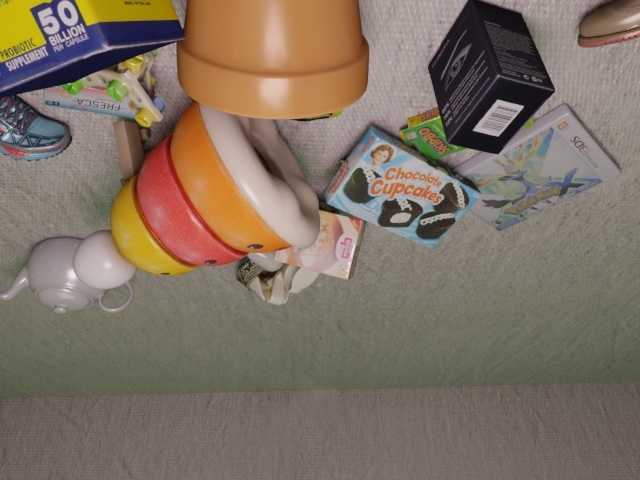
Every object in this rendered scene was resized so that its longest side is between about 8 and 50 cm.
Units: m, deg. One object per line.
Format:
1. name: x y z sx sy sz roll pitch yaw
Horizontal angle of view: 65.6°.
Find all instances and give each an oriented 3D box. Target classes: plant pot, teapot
1. plant pot: -0.067 -0.331 0.708 0.291 0.290 0.203 0 131 -4
2. teapot: -0.716 0.123 1.427 0.256 0.187 0.252 -17 145 20

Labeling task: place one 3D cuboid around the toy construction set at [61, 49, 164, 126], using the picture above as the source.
1. toy construction set: -0.349 -0.343 0.759 0.215 0.151 0.327 23 138 6

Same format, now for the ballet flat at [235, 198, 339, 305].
1. ballet flat: -0.101 0.073 1.384 0.164 0.182 0.483 7 148 -35

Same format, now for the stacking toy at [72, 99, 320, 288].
1. stacking toy: -0.271 -0.046 0.959 0.480 0.350 0.350 -30 140 13

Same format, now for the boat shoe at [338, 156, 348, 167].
1. boat shoe: 0.128 -0.135 1.200 0.079 0.084 0.233 -50 127 1

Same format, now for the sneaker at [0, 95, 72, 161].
1. sneaker: -0.617 -0.239 0.949 0.262 0.104 0.125 13 142 -23

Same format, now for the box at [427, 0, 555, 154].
1. box: 0.279 -0.278 0.845 0.108 0.207 0.153 8 147 -16

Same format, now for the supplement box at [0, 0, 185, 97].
1. supplement box: -0.337 -0.364 0.542 0.194 0.195 0.356 -14 111 17

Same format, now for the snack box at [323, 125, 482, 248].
1. snack box: 0.190 -0.109 1.131 0.322 0.060 0.187 21 122 -29

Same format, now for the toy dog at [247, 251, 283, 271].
1. toy dog: -0.200 -0.067 1.194 0.161 0.220 0.334 -49 141 9

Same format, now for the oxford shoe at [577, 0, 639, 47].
1. oxford shoe: 0.564 -0.423 0.757 0.348 0.123 0.130 -23 115 31

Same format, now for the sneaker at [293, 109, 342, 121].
1. sneaker: -0.022 -0.271 0.987 0.144 0.059 0.053 -1 -178 27

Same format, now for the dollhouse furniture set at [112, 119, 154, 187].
1. dollhouse furniture set: -0.411 -0.160 1.047 0.123 0.144 0.151 -10 -177 12

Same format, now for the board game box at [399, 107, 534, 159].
1. board game box: 0.306 -0.246 1.055 0.260 0.039 0.124 -19 143 20

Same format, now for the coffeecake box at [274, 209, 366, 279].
1. coffeecake box: 0.000 0.000 1.177 0.186 0.142 0.068 14 -176 15

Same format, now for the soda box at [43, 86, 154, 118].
1. soda box: -0.406 -0.275 0.916 0.183 0.058 0.063 3 148 -29

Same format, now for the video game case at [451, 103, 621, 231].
1. video game case: 0.504 -0.155 1.207 0.300 0.036 0.329 26 138 -36
